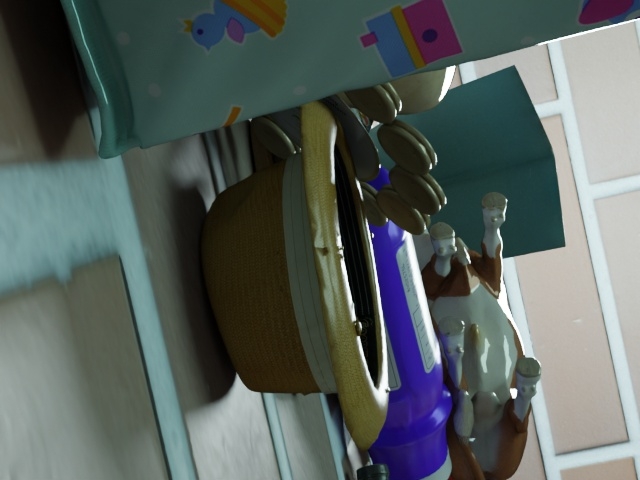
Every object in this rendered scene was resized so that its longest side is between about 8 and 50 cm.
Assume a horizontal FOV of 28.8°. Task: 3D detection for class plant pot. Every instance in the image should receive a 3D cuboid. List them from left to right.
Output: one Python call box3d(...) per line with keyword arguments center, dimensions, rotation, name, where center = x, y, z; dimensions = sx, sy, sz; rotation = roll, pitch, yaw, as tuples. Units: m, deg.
box3d(center=(0.152, -0.070, 1.494), dimensions=(0.165, 0.234, 0.165), rotation=(72, 3, -46), name="plant pot")

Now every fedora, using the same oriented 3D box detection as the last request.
box3d(center=(-0.015, 0.019, 0.660), dimensions=(0.194, 0.079, 0.194), rotation=(-10, 90, -82), name="fedora")

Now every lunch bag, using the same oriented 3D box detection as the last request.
box3d(center=(-0.012, -0.188, 0.451), dimensions=(0.160, 0.223, 0.262), rotation=(-98, 173, -75), name="lunch bag")

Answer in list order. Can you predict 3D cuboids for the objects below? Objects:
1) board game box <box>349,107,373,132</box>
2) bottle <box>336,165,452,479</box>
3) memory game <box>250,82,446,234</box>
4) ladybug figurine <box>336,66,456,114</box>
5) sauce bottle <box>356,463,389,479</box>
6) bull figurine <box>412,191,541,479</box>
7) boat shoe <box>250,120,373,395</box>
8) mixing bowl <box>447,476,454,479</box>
box3d(center=(0.009, -0.161, 1.200), dimensions=(0.136, 0.030, 0.259), rotation=(60, 15, -12), name="board game box")
box3d(center=(0.048, 0.081, 1.004), dimensions=(0.118, 0.092, 0.283), rotation=(-94, 170, -60), name="bottle")
box3d(center=(-0.001, -0.073, 0.722), dimensions=(0.186, 0.012, 0.186), rotation=(38, -19, 15), name="memory game")
box3d(center=(-0.021, -0.285, 0.789), dimensions=(0.305, 0.162, 0.449), rotation=(-86, 164, -64), name="ladybug figurine")
box3d(center=(0.052, 0.240, 0.973), dimensions=(0.042, 0.042, 0.128), rotation=(61, 20, -67), name="sauce bottle")
box3d(center=(0.134, 0.076, 1.160), dimensions=(0.188, 0.101, 0.310), rotation=(88, -7, -52), name="bull figurine")
box3d(center=(0.000, 0.000, 0.853), dimensions=(0.073, 0.073, 0.207), rotation=(60, 20, -71), name="boat shoe")
box3d(center=(0.132, 0.281, 1.320), dimensions=(0.181, 0.098, 0.181), rotation=(-11, 90, -83), name="mixing bowl")
